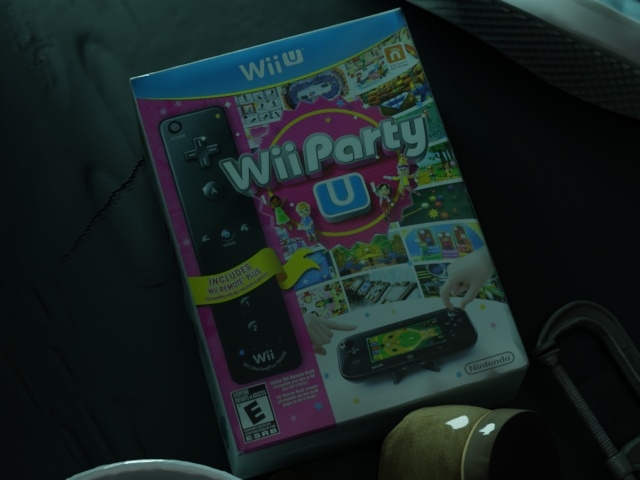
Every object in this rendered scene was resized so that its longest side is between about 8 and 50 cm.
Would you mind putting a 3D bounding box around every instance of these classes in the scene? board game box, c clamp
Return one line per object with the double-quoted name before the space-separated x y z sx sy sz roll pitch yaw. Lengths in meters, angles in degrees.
"board game box" 0.000 0.000 1.226 0.224 0.097 0.303 -16 70 -7
"c clamp" 0.212 0.122 1.227 0.137 0.022 0.161 -16 71 -35

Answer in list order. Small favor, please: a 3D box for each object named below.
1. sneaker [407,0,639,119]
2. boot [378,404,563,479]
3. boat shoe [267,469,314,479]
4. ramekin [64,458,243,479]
"sneaker" 0.172 -0.230 1.286 0.366 0.135 0.150 31 81 5
"boot" 0.117 0.258 1.150 0.112 0.115 0.305 -22 108 -46
"boat shoe" 0.020 0.230 1.204 0.152 0.049 0.056 39 58 12
"ramekin" -0.116 0.300 1.135 0.277 0.135 0.277 1 75 -2
